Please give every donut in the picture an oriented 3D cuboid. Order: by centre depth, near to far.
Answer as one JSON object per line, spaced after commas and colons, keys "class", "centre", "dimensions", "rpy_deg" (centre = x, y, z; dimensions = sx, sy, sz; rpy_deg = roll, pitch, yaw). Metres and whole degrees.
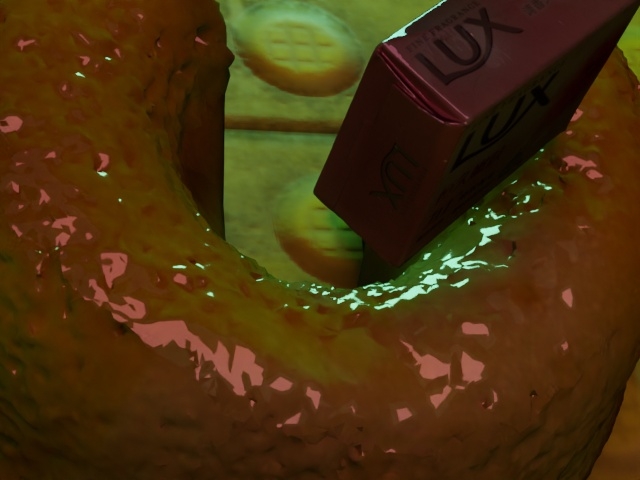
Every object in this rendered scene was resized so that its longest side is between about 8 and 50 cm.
{"class": "donut", "centre": [0.000, 0.000, 0.855], "dimensions": [0.435, 0.163, 0.377], "rpy_deg": [2, 51, -19]}

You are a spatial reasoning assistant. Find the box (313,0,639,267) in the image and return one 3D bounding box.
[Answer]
{"class": "box", "centre": [0.074, -0.069, 0.761], "dimensions": [0.060, 0.111, 0.156], "rpy_deg": [40, 54, 14]}
